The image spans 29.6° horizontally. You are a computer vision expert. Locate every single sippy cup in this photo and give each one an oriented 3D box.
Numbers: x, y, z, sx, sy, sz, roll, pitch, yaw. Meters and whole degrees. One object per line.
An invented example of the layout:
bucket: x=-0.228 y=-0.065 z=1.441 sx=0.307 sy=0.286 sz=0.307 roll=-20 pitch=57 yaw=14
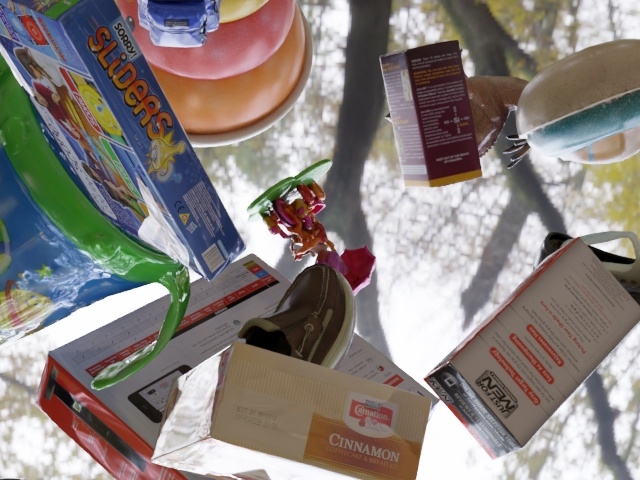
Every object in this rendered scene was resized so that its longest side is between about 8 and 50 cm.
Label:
sippy cup: x=-0.274 y=-0.015 z=1.102 sx=0.224 sy=0.240 sz=0.305 roll=-35 pitch=-117 yaw=14

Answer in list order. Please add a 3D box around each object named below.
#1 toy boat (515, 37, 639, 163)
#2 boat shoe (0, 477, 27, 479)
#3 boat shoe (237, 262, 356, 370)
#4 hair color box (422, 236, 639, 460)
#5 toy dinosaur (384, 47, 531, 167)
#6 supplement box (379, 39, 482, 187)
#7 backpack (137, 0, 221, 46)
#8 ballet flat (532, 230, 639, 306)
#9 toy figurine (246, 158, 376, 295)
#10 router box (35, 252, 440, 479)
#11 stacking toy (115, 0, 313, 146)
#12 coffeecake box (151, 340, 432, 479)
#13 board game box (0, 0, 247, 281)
toy boat: x=0.375 y=-0.157 z=1.334 sx=0.318 sy=0.267 sz=0.148 roll=-19 pitch=-92 yaw=12
boat shoe: x=-0.546 y=0.366 z=1.400 sx=0.500 sy=0.187 sz=0.156 roll=-1 pitch=-133 yaw=-25
boat shoe: x=-0.032 y=0.103 z=1.196 sx=0.095 sy=0.095 sz=0.257 roll=-26 pitch=-148 yaw=30
hair color box: x=0.140 y=0.068 z=0.782 sx=0.141 sy=0.043 sz=0.072 roll=-38 pitch=-93 yaw=-31
toy dinosaur: x=0.230 y=-0.170 z=1.815 sx=0.200 sy=0.296 sz=0.127 roll=50 pitch=-141 yaw=-1
supplement box: x=0.150 y=-0.170 z=1.646 sx=0.081 sy=0.188 sz=0.104 roll=-13 pitch=-173 yaw=-16
backpack: x=-0.148 y=-0.269 z=1.280 sx=0.098 sy=0.120 sz=0.101 roll=-5 pitch=-115 yaw=-7
ballet flat: x=0.376 y=0.043 z=1.389 sx=0.280 sy=0.096 sz=0.095 roll=9 pitch=-154 yaw=26
toy figurine: x=0.000 y=0.000 z=1.498 sx=0.159 sy=0.130 sz=0.173 roll=54 pitch=-164 yaw=6
router box: x=-0.084 y=0.177 z=1.325 sx=0.301 sy=0.082 sz=0.335 roll=38 pitch=-143 yaw=22
stacking toy: x=-0.161 y=-0.383 z=1.669 sx=0.351 sy=0.480 sz=0.350 roll=3 pitch=-116 yaw=-6
coffeecake box: x=-0.027 y=0.135 z=0.856 sx=0.142 sy=0.185 sz=0.068 roll=18 pitch=-110 yaw=-14
board game box: x=-0.132 y=-0.076 z=0.734 sx=0.035 sy=0.201 sz=0.136 roll=-42 pitch=-137 yaw=-19
